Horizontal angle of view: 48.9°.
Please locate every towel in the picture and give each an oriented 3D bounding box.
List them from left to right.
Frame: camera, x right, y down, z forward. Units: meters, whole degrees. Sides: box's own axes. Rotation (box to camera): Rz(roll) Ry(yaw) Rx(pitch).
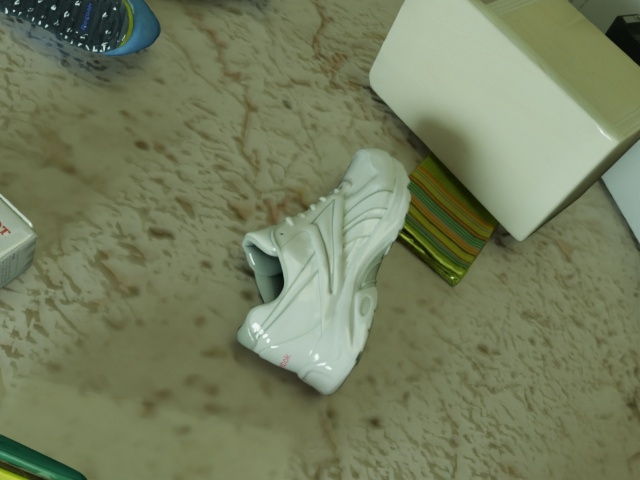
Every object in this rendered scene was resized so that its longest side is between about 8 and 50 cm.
[{"bbox_3d":[0.153,-0.061,0.720,0.102,0.021,0.237,42,52,1],"label":"towel"}]

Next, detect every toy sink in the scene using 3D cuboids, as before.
[{"bbox_3d":[0.187,-0.148,0.686,0.131,0.153,0.234,-30,71,-36],"label":"toy sink"}]

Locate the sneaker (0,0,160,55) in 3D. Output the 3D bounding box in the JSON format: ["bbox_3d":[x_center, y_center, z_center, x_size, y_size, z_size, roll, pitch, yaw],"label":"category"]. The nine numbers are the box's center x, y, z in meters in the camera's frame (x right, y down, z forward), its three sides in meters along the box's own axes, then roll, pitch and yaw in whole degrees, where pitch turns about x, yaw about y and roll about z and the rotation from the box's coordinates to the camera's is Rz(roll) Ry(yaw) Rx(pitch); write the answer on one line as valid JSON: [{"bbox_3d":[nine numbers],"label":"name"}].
[{"bbox_3d":[-0.237,-0.224,0.614,0.209,0.069,0.082,30,20,4],"label":"sneaker"}]

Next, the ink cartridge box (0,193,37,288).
[{"bbox_3d":[-0.270,0.012,0.452,0.099,0.056,0.135,43,53,3],"label":"ink cartridge box"}]

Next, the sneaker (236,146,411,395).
[{"bbox_3d":[0.000,0.000,0.571,0.115,0.090,0.232,24,53,-7],"label":"sneaker"}]

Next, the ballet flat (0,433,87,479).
[{"bbox_3d":[-0.141,0.174,0.417,0.230,0.077,0.077,22,76,-9],"label":"ballet flat"}]

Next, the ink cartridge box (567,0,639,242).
[{"bbox_3d":[0.443,-0.200,0.849,0.285,0.166,0.395,-10,67,-29],"label":"ink cartridge box"}]
